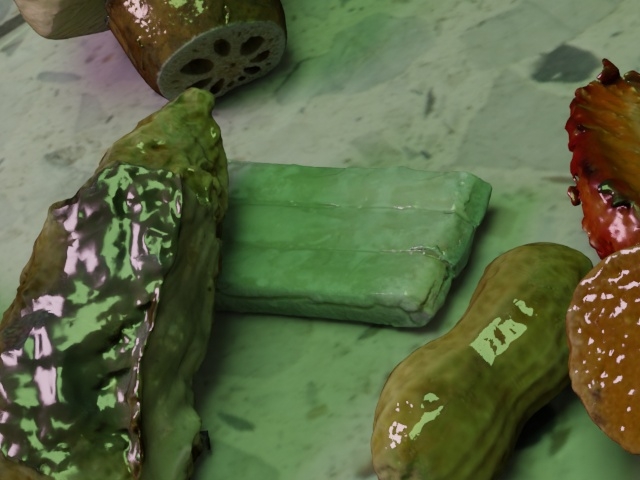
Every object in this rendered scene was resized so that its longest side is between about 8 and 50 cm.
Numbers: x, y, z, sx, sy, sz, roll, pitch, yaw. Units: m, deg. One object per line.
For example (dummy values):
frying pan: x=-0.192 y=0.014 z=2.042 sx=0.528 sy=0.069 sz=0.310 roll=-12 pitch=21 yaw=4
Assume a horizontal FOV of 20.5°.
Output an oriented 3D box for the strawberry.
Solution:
strawberry: x=0.208 y=-0.033 z=1.061 sx=0.121 sy=0.082 sz=0.188 roll=-4 pitch=36 yaw=-4

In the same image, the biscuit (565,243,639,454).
biscuit: x=0.252 y=0.101 z=0.863 sx=0.324 sy=0.049 sz=0.205 roll=29 pitch=109 yaw=38

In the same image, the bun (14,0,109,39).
bun: x=-0.142 y=-0.241 z=1.323 sx=0.237 sy=0.116 sz=0.210 roll=-25 pitch=-5 yaw=-42

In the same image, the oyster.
oyster: x=-0.130 y=0.051 z=1.087 sx=0.166 sy=0.110 sz=0.341 roll=15 pitch=76 yaw=32

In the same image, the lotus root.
lotus root: x=-0.089 y=-0.158 z=1.280 sx=0.122 sy=0.112 sz=0.081 roll=-26 pitch=65 yaw=-2

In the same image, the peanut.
peanut: x=0.094 y=0.075 z=1.010 sx=0.089 sy=0.089 sz=0.193 roll=24 pitch=59 yaw=39

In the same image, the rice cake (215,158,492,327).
rice cake: x=0.000 y=0.000 z=1.149 sx=0.211 sy=0.038 sz=0.124 roll=8 pitch=55 yaw=32
